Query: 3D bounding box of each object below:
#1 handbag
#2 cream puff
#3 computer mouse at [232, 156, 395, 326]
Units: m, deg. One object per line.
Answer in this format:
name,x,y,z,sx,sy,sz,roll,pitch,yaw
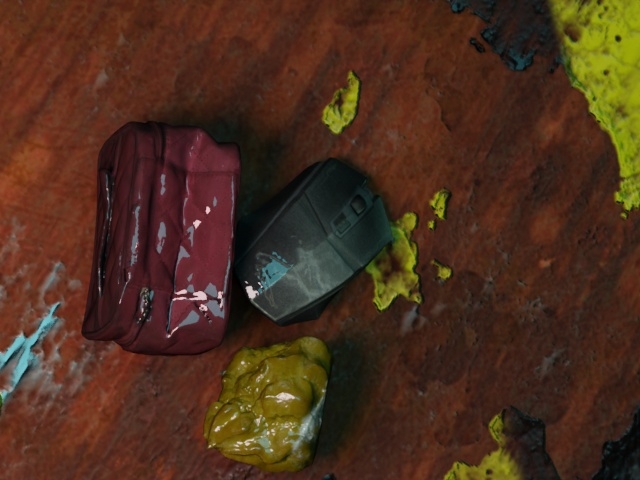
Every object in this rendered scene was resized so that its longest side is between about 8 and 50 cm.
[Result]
handbag,-0.155,0.000,1.802,0.135,0.146,0.225,10,78,-20
cream puff,-0.050,0.159,1.819,0.116,0.146,0.146,8,79,1
computer mouse,0.000,-0.003,1.858,0.126,0.071,0.231,53,49,-4
